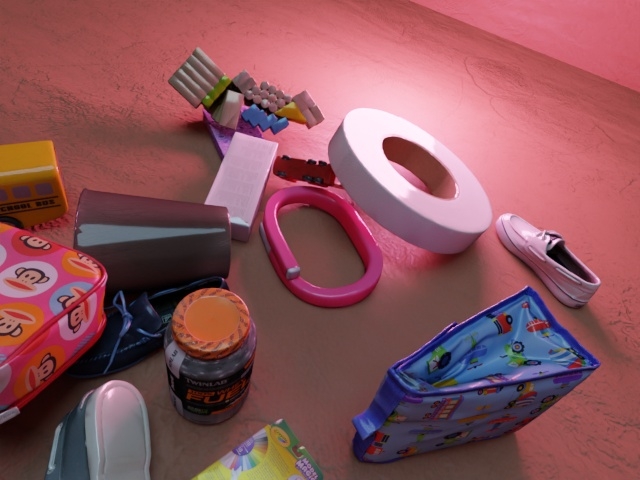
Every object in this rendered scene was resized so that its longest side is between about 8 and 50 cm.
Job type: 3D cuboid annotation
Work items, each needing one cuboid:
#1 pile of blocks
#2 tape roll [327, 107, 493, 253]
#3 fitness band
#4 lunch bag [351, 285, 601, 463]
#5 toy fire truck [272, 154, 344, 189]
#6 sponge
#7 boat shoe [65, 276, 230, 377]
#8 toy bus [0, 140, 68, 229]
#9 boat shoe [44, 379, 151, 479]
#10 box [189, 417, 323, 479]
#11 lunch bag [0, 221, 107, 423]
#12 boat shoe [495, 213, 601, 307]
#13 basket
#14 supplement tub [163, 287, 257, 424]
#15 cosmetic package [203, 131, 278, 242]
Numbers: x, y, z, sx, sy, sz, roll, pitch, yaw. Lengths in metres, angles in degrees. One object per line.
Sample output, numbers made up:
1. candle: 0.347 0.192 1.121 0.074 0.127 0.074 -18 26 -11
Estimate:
1. pile of blocks: -0.175 -0.326 1.091 0.362 0.149 0.112 18 2 -12
2. tape roll: 0.197 -0.140 0.979 0.392 0.072 0.392 21 39 -18
3. fitness band: 0.000 0.000 0.887 0.209 0.054 0.291 -11 52 -23
4. lunch bag: 0.176 0.212 0.614 0.293 0.221 0.138 -13 51 -25
5. toy fire truck: 0.005 -0.136 0.992 0.192 0.135 0.047 12 86 23
6. sponge: -0.202 -0.252 1.090 0.117 0.031 0.210 -12 51 -24
7. boat shoe: -0.264 0.112 0.689 0.258 0.089 0.109 -27 58 -33
8. toy bus: -0.611 -0.071 0.746 0.332 0.130 0.108 -14 52 -25
9. boat shoe: -0.256 0.327 0.505 0.099 0.116 0.319 -26 54 16
10. box: -0.092 0.318 0.571 0.179 0.043 0.105 -26 58 -30
11. lunch bag: -0.435 0.084 0.523 0.293 0.120 0.258 20 30 6
12. boat shoe: 0.488 0.020 0.969 0.095 0.084 0.258 -17 54 -27
13. basket: -0.271 0.003 0.754 0.226 0.154 0.204 0 43 -20
14. supplement tub: -0.147 0.156 0.606 0.117 0.190 0.117 7 46 -7
15. cosmetic package: -0.163 -0.114 0.929 0.098 0.060 0.239 14 53 -2
